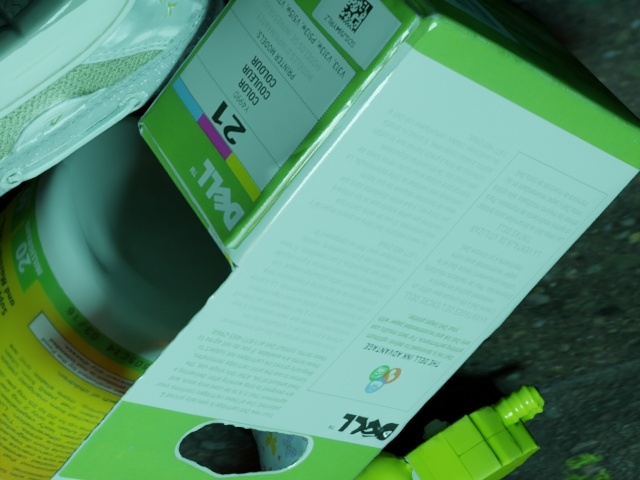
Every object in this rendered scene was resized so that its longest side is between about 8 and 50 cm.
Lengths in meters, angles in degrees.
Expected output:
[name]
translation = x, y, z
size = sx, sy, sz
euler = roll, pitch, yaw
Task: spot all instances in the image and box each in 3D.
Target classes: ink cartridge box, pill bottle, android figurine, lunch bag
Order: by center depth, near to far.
[ink cartridge box]
translation = 0.000, 0.000, 0.645
size = 0.189, 0.097, 0.255
euler = 19, 118, -48
[pill bottle]
translation = -0.138, 0.054, 0.764
size = 0.136, 0.136, 0.245
euler = 16, 140, -33
[lunch bag]
translation = -0.016, 0.140, 0.990
size = 0.053, 0.071, 0.083
euler = 9, 141, -30
[android figurine]
translation = 0.047, 0.189, 1.016
size = 0.273, 0.056, 0.248
euler = -37, 166, 6

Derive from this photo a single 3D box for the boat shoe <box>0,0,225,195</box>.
[boat shoe]
translation = -0.190, -0.040, 0.630
size = 0.320, 0.118, 0.103
euler = -33, 146, 18
